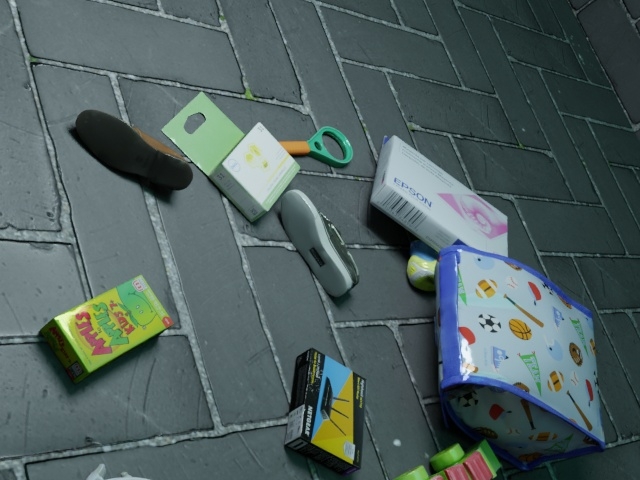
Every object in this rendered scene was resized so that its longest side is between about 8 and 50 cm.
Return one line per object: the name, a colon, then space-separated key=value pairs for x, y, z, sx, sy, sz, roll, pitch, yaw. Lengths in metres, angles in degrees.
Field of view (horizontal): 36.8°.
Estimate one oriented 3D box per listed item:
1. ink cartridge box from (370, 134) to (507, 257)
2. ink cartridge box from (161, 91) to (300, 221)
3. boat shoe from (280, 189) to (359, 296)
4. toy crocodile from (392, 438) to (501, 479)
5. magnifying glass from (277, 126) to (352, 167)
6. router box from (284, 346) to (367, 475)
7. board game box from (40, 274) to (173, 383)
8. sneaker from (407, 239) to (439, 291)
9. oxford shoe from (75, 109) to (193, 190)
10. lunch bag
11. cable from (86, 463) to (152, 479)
ink cartridge box: x=0.266 y=-0.087 z=2.085 sx=0.324 sy=0.071 sz=0.330 roll=34 pitch=31 yaw=-12
ink cartridge box: x=-0.160 y=-0.168 z=1.784 sx=0.235 sy=0.056 sz=0.171 roll=48 pitch=38 yaw=-12
boat shoe: x=0.000 y=0.000 z=1.811 sx=0.070 sy=0.077 sz=0.219 roll=-32 pitch=94 yaw=-52
toy crocodile: x=0.228 y=0.431 z=1.688 sx=0.340 sy=0.105 sz=0.115 roll=-13 pitch=72 yaw=-51
magnifying glass: x=-0.014 y=-0.192 z=1.982 sx=0.231 sy=0.026 sz=0.092 roll=-9 pitch=69 yaw=-49
router box: x=0.013 y=0.287 z=1.619 sx=0.133 sy=0.046 sz=0.179 roll=33 pitch=42 yaw=-26
board game box: x=-0.308 y=0.126 z=1.404 sx=0.092 sy=0.043 sz=0.181 roll=56 pitch=37 yaw=3
sneaker: x=0.282 y=0.057 z=2.050 sx=0.240 sy=0.091 sz=0.126 roll=20 pitch=48 yaw=-35
oxford shoe: x=-0.315 y=-0.154 z=1.612 sx=0.212 sy=0.076 sz=0.076 roll=32 pitch=12 yaw=-23
lunch bag: x=0.357 y=0.224 z=1.885 sx=0.385 sy=0.238 sz=0.328 roll=35 pitch=42 yaw=-34
cable: x=-0.242 y=0.427 z=1.202 sx=0.257 sy=0.089 sz=0.257 roll=51 pitch=37 yaw=-4
